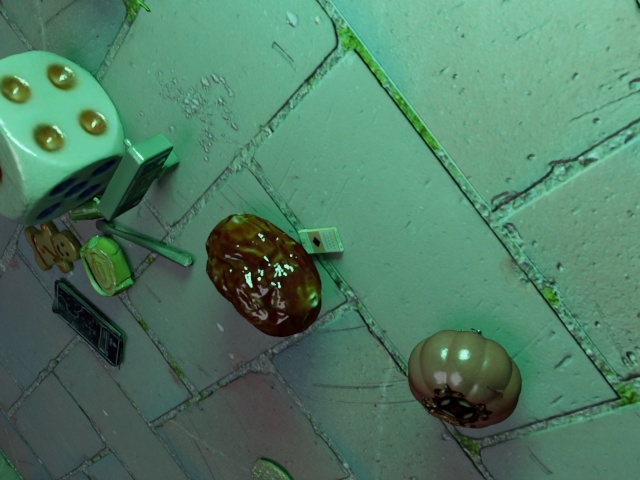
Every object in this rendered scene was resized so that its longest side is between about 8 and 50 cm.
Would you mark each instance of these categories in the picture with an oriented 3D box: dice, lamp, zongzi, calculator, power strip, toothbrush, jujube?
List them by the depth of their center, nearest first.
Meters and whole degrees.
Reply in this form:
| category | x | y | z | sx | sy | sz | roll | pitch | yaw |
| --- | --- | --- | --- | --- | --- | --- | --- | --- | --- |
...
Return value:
| category | x | y | z | sx | sy | sz | roll | pitch | yaw |
| --- | --- | --- | --- | --- | --- | --- | --- | --- | --- |
| lamp | 0.227 | 0.212 | 1.046 | 0.182 | 0.140 | 0.182 | 17 | 140 | 15 |
| jujube | -0.102 | 0.059 | 1.191 | 0.250 | 0.174 | 0.174 | 45 | 137 | 30 |
| power strip | -0.344 | -0.135 | 1.281 | 0.061 | 0.145 | 0.215 | 50 | 135 | 2 |
| dice | -0.570 | -0.205 | 1.351 | 0.243 | 0.251 | 0.259 | -35 | 91 | 44 |
| toothbrush | -0.398 | 0.003 | 1.494 | 0.297 | 0.030 | 0.030 | 20 | 118 | 27 |
| zongzi | -0.515 | -0.087 | 1.530 | 0.109 | 0.119 | 0.055 | -6 | 112 | 0 |
| calculator | -0.645 | 0.234 | 1.835 | 0.274 | 0.028 | 0.166 | 37 | 133 | 16 |

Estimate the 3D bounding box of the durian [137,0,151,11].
| category | x | y | z | sx | sy | sz | roll | pitch | yaw |
| --- | --- | --- | --- | --- | --- | --- | --- | --- | --- |
| durian | -0.358 | -0.557 | 1.063 | 0.106 | 0.132 | 0.375 | 11 | 120 | 63 |

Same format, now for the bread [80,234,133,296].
| category | x | y | z | sx | sy | sz | roll | pitch | yaw |
| --- | --- | --- | --- | --- | --- | --- | --- | --- | --- |
| bread | -0.518 | 0.060 | 1.602 | 0.117 | 0.064 | 0.156 | 5 | 117 | 32 |

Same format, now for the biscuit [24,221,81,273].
| category | x | y | z | sx | sy | sz | roll | pitch | yaw |
| --- | --- | --- | --- | --- | --- | --- | --- | --- | --- |
| biscuit | -0.710 | 0.018 | 1.757 | 0.234 | 0.030 | 0.153 | 1 | 118 | 39 |

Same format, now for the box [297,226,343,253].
| category | x | y | z | sx | sy | sz | roll | pitch | yaw |
| --- | --- | --- | --- | --- | --- | --- | --- | --- | --- |
| box | 0.000 | 0.000 | 1.179 | 0.083 | 0.012 | 0.046 | -4 | 113 | 41 |

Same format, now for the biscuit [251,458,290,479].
| category | x | y | z | sx | sy | sz | roll | pitch | yaw |
| --- | --- | --- | --- | --- | --- | --- | --- | --- | --- |
| biscuit | -0.113 | 0.603 | 1.635 | 0.152 | 0.020 | 0.152 | 20 | 128 | 28 |
